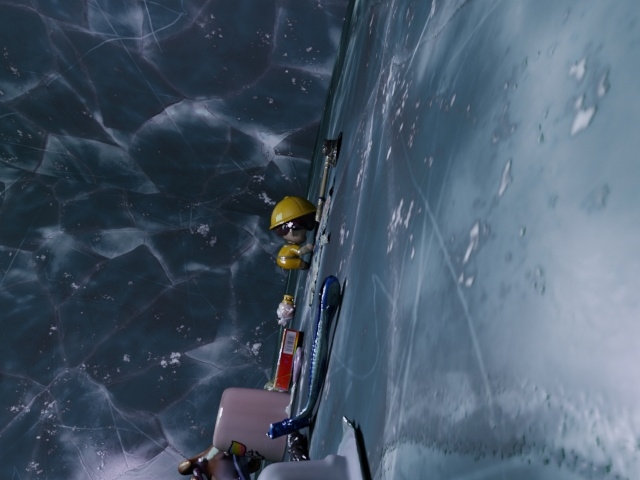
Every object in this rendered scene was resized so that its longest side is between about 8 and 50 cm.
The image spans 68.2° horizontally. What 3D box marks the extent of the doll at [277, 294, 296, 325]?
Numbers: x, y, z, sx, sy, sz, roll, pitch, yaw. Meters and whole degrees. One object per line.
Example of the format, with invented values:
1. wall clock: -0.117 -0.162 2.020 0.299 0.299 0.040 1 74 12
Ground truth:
1. doll: -0.137 0.294 1.969 0.084 0.073 0.127 -4 70 52

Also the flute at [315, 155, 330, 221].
1. flute: 0.010 -0.172 1.544 0.027 0.027 0.232 121 160 -75

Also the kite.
1. kite: -0.001 0.000 1.372 0.368 0.014 0.405 144 136 -83

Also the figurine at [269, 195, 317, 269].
1. figurine: -0.096 -0.027 1.649 0.192 0.167 0.256 176 103 -71

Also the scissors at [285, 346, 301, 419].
1. scissors: -0.074 0.402 1.301 0.110 0.021 0.212 110 171 -75

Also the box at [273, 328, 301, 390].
1. box: -0.097 0.354 1.419 0.112 0.048 0.175 89 -168 -80

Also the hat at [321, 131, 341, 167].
1. hat: 0.029 -0.277 1.421 0.121 0.051 0.121 -169 90 -82

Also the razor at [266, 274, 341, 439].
1. razor: -0.010 0.219 0.854 0.056 0.093 0.324 28 108 42

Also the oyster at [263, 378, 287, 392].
1. oyster: -0.179 0.585 1.678 0.198 0.112 0.267 -59 -9 -16

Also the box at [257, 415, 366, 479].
1. box: -0.036 0.376 0.473 0.264 0.106 0.336 -105 26 -78

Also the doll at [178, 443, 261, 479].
1. doll: -0.274 0.760 1.433 0.209 0.318 0.339 -45 54 36

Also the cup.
1. cup: -0.201 0.545 1.386 0.252 0.201 0.191 105 173 -46

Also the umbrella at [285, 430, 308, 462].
1. umbrella: -0.045 0.394 0.900 0.144 0.037 0.040 -165 72 -82
